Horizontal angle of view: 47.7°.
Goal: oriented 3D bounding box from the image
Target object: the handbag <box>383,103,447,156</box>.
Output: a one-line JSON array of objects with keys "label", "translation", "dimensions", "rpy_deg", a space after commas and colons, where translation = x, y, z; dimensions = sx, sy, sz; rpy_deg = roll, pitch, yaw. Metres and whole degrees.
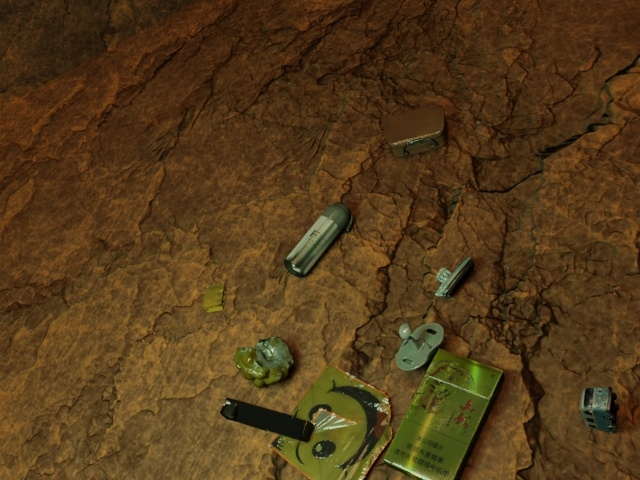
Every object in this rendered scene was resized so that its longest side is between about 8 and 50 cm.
[{"label": "handbag", "translation": [0.296, -0.337, 2.249], "dimensions": [0.193, 0.072, 0.151], "rpy_deg": [-9, 52, 15]}]

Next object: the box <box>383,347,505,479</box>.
[{"label": "box", "translation": [0.291, 0.416, 1.695], "dimensions": [0.172, 0.043, 0.311], "rpy_deg": [16, 62, 33]}]

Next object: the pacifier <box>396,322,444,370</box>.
[{"label": "pacifier", "translation": [0.233, 0.248, 1.805], "dimensions": [0.150, 0.117, 0.126], "rpy_deg": [-46, 25, -9]}]

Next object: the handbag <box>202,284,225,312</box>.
[{"label": "handbag", "translation": [-0.315, 0.171, 2.157], "dimensions": [0.061, 0.027, 0.083], "rpy_deg": [-9, 51, 18]}]

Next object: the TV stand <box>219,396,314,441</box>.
[{"label": "TV stand", "translation": [-0.139, 0.457, 1.849], "dimensions": [0.256, 0.040, 0.049], "rpy_deg": [8, 59, 30]}]

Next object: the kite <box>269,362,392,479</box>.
[{"label": "kite", "translation": [0.021, 0.472, 1.788], "dimensions": [0.327, 0.013, 0.378], "rpy_deg": [-16, 50, 13]}]

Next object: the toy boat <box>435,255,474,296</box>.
[{"label": "toy boat", "translation": [0.345, 0.093, 1.905], "dimensions": [0.066, 0.059, 0.140], "rpy_deg": [34, 74, 26]}]

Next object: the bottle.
[{"label": "bottle", "translation": [0.000, 0.000, 2.120], "dimensions": [0.096, 0.079, 0.254], "rpy_deg": [39, 73, 0]}]

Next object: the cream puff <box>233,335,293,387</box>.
[{"label": "cream puff", "translation": [-0.154, 0.324, 1.920], "dimensions": [0.156, 0.156, 0.121], "rpy_deg": [-23, 91, 6]}]

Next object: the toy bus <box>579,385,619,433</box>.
[{"label": "toy bus", "translation": [0.596, 0.361, 1.552], "dimensions": [0.074, 0.123, 0.060], "rpy_deg": [1, 55, 29]}]
